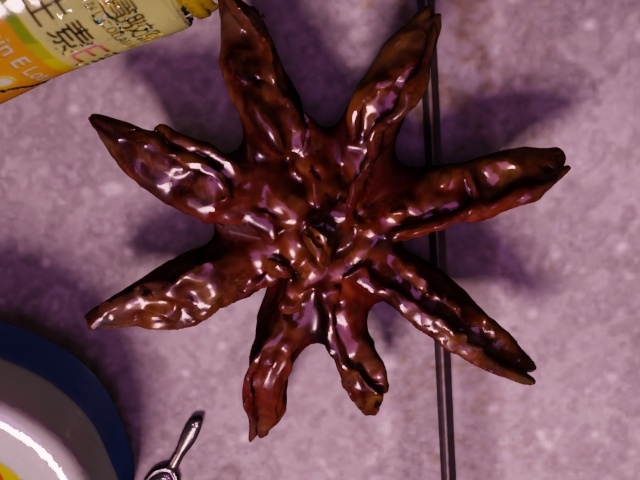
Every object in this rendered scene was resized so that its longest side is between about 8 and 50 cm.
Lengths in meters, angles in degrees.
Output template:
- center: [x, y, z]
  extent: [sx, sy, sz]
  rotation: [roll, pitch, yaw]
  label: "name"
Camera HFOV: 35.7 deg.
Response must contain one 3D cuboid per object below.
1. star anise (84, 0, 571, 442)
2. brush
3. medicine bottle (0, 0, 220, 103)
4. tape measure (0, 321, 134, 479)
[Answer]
- center: [0.000, 0.001, 0.554]
  extent: [0.288, 0.088, 0.288]
  rotation: [0, 110, 1]
  label: "star anise"
- center: [-0.096, 0.147, 0.643]
  extent: [0.024, 0.008, 0.083]
  rotation: [28, 107, -4]
  label: "brush"
- center: [-0.157, -0.133, 0.496]
  extent: [0.238, 0.124, 0.124]
  rotation: [-22, 106, 9]
  label: "medicine bottle"
- center: [-0.245, 0.092, 0.574]
  extent: [0.215, 0.098, 0.352]
  rotation: [-14, 115, 7]
  label: "tape measure"
